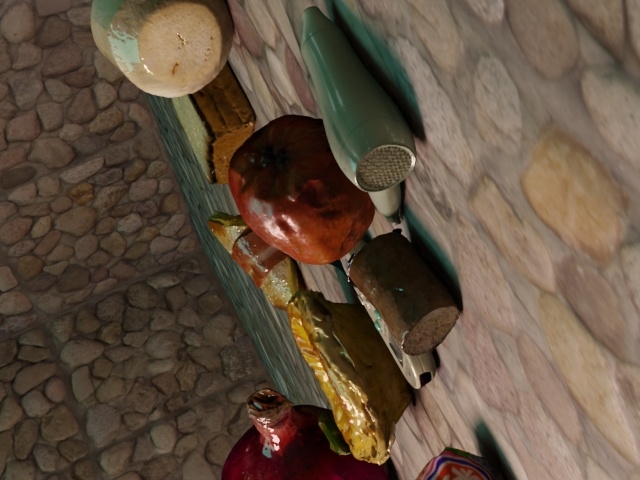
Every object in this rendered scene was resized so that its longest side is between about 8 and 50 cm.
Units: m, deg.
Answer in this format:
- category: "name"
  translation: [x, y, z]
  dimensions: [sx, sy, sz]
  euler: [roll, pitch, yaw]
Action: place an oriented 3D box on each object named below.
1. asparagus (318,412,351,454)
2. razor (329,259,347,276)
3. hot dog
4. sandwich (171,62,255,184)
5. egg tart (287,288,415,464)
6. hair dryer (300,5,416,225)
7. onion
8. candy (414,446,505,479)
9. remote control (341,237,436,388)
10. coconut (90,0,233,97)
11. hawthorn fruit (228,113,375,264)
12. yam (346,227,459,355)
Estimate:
- category: "asparagus"
  translation: [0.021, 0.283, 1.568]
  dimensions: [0.108, 0.025, 0.021]
  euler: [-129, 25, -61]
- category: "razor"
  translation: [-0.005, 0.002, 1.669]
  dimensions: [0.190, 0.033, 0.066]
  euler: [-136, 24, -66]
- category: "hot dog"
  translation: [-0.108, 0.026, 2.108]
  dimensions: [0.261, 0.093, 0.123]
  euler: [49, 160, 6]
- category: "sandwich"
  translation: [-0.203, -0.248, 1.930]
  dimensions: [0.249, 0.095, 0.273]
  euler: [63, 169, 12]
- category: "egg tart"
  translation: [0.050, 0.184, 1.579]
  dimensions: [0.295, 0.116, 0.295]
  euler: [61, 172, 15]
- category: "hair dryer"
  translation: [0.048, -0.097, 1.121]
  dimensions: [0.237, 0.075, 0.206]
  euler: [65, -179, -54]
- category: "onion"
  translation: [-0.047, 0.424, 2.024]
  dimensions: [0.348, 0.347, 0.385]
  euler: [50, 164, 56]
- category: "candy"
  translation: [0.183, 0.349, 1.381]
  dimensions: [0.124, 0.124, 0.365]
  euler: [61, 178, 22]
- category: "remote control"
  translation: [0.084, 0.086, 1.376]
  dimensions: [0.221, 0.042, 0.078]
  euler: [59, 168, 28]
- category: "coconut"
  translation: [-0.244, -0.330, 1.657]
  dimensions: [0.222, 0.202, 0.202]
  euler: [49, 161, 54]
- category: "hawthorn fruit"
  translation: [-0.014, -0.058, 1.258]
  dimensions: [0.179, 0.173, 0.173]
  euler: [41, 179, -21]
- category: "yam"
  translation: [0.090, 0.055, 1.155]
  dimensions: [0.127, 0.084, 0.084]
  euler: [53, 165, 41]
